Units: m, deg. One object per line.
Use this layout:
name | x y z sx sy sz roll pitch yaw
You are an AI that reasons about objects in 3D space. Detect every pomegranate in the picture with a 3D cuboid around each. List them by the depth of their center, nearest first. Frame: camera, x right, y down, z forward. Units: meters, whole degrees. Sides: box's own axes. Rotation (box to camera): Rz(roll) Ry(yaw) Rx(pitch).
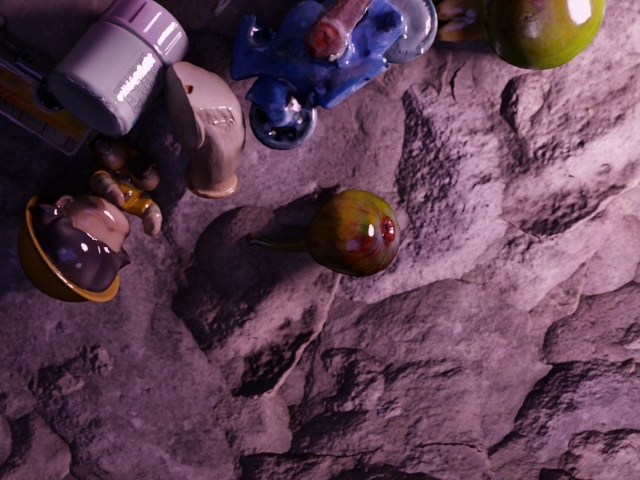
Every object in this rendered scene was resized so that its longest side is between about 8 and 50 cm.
pomegranate | 0.280 -0.337 1.518 0.240 0.159 0.190 19 113 -6

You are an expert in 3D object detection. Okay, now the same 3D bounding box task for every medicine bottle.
medicine bottle | -0.277 -0.245 1.515 0.135 0.135 0.168 40 69 -19

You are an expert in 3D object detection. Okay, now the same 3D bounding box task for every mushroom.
mushroom | -0.159 -0.151 1.565 0.108 0.096 0.247 -3 146 2

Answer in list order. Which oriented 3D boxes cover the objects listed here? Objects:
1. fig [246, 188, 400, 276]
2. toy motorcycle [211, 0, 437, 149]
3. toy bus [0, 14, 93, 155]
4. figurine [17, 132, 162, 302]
fig | 0.000 0.000 1.696 0.245 0.149 0.149 -9 118 29
toy motorcycle | -0.002 -0.298 1.541 0.319 0.241 0.182 -35 152 8
toy bus | -0.442 -0.234 1.575 0.268 0.092 0.106 33 120 -17
figurine | -0.342 -0.029 1.636 0.192 0.167 0.257 38 84 -31
